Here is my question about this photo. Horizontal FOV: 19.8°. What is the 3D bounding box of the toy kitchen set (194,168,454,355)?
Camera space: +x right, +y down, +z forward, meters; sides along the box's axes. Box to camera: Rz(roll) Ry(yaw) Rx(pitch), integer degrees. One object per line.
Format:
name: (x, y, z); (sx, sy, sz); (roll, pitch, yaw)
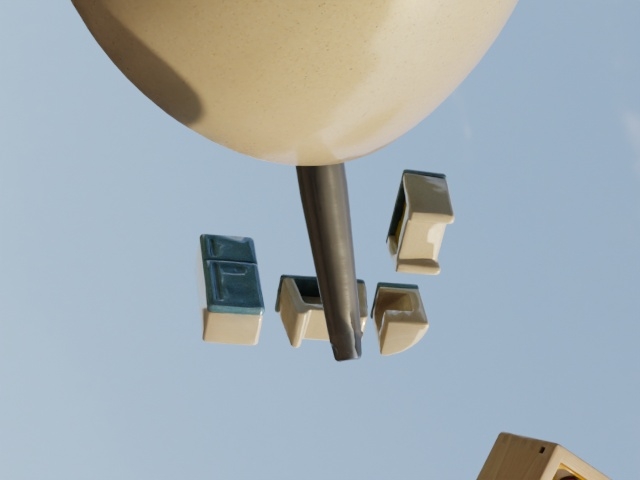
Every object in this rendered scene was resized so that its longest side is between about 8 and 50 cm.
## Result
toy kitchen set: (0.000, 0.000, 1.687); (0.122, 0.207, 0.166); (-103, -159, -55)

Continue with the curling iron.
curling iron: (0.001, -0.065, 1.078); (0.068, 0.035, 0.274); (32, 47, -73)

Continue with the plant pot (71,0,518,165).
plant pot: (0.018, -0.205, 0.987); (0.191, 0.284, 0.284); (-28, -103, 49)

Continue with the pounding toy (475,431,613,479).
pounding toy: (0.188, 0.215, 1.332); (0.100, 0.141, 0.130); (5, -116, 61)
